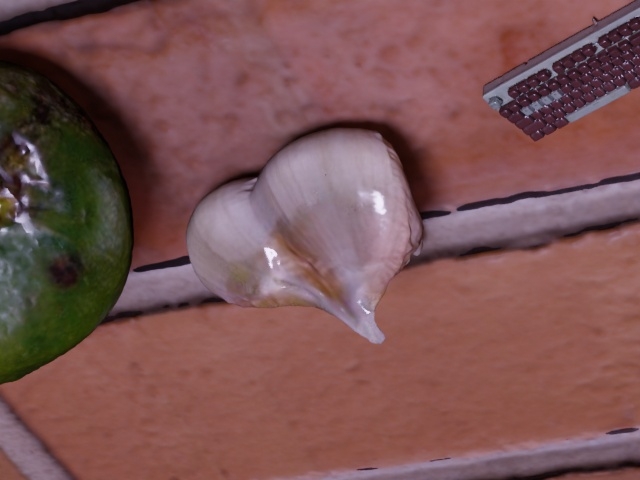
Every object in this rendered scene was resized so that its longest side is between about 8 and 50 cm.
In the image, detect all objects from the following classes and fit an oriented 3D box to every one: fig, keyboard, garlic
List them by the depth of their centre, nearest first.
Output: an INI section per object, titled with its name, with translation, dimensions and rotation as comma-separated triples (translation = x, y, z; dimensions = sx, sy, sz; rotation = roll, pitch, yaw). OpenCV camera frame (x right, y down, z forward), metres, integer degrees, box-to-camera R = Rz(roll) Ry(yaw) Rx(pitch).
[keyboard]
translation = 0.170, -0.105, 0.989
dimensions = 0.166, 0.017, 0.055
rotation = -28, 129, 35
[garlic]
translation = -0.007, -0.002, 1.084
dimensions = 0.174, 0.099, 0.124
rotation = -20, 118, 30
[fig]
translation = -0.223, -0.010, 1.086
dimensions = 0.203, 0.203, 0.235
rotation = 21, 177, -16
